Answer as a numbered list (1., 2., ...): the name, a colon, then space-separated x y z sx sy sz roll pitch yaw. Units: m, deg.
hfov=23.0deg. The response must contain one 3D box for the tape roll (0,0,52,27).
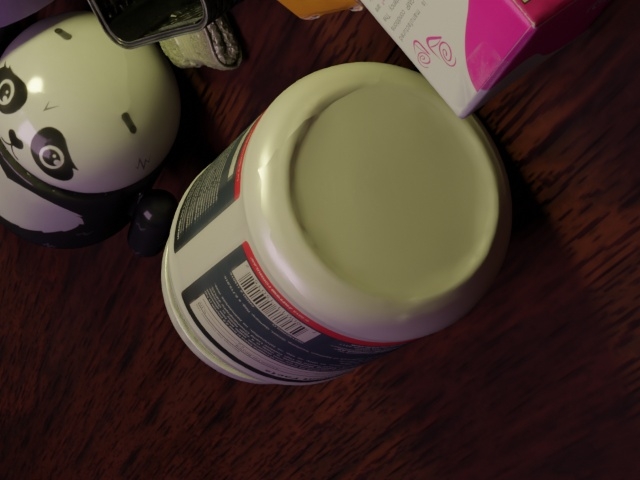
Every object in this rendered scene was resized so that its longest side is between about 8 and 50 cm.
1. tape roll: -0.303 -0.258 1.341 0.189 0.189 0.080 33 147 37

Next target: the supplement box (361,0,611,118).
1. supplement box: 0.064 -0.197 0.874 0.220 0.114 0.111 52 154 7

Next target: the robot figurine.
1. robot figurine: -0.226 -0.093 1.428 0.209 0.174 0.278 12 158 -14

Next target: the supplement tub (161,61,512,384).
1. supplement tub: 0.000 0.000 1.136 0.191 0.191 0.272 54 155 -1

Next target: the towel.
1. towel: -0.122 -0.205 1.283 0.110 0.027 0.148 11 131 57

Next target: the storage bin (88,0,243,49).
1. storage bin: -0.129 -0.244 1.152 0.122 0.084 0.180 -6 117 46

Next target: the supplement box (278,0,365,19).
1. supplement box: -0.057 -0.236 0.976 0.233 0.080 0.078 40 162 -26
